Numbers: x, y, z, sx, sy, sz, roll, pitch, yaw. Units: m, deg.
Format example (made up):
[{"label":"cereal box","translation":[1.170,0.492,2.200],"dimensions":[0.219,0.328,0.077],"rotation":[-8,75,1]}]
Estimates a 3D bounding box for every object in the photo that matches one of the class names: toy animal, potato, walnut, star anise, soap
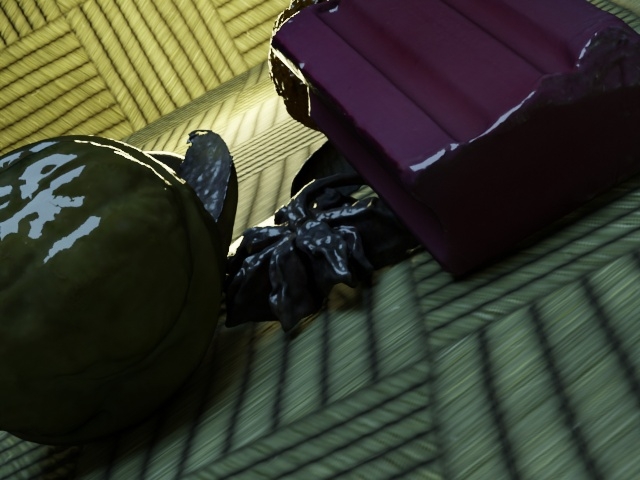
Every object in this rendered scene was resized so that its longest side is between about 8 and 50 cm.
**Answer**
[{"label":"toy animal","translation":[0.079,-0.150,1.433],"dimensions":[0.160,0.197,0.272],"rotation":[-11,19,45]},{"label":"potato","translation":[-0.129,0.017,1.397],"dimensions":[0.120,0.100,0.261],"rotation":[7,61,41]},{"label":"walnut","translation":[-0.223,0.040,1.179],"dimensions":[0.277,0.282,0.253],"rotation":[-38,56,9]},{"label":"star anise","translation":[0.000,-0.001,1.239],"dimensions":[0.209,0.089,0.231],"rotation":[-18,28,15]},{"label":"soap","translation":[0.123,-0.143,1.189],"dimensions":[0.233,0.128,0.359],"rotation":[-30,34,-4]}]

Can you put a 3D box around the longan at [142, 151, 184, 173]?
[{"label":"longan","translation":[-0.211,-0.014,1.572],"dimensions":[0.185,0.159,0.204],"rotation":[-1,44,50]}]

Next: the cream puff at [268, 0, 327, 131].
[{"label":"cream puff","translation":[0.051,-0.284,1.821],"dimensions":[0.303,0.212,0.303],"rotation":[-44,8,8]}]

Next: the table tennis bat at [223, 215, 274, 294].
[{"label":"table tennis bat","translation":[-0.058,0.007,1.468],"dimensions":[0.150,0.027,0.236],"rotation":[-26,12,21]}]
